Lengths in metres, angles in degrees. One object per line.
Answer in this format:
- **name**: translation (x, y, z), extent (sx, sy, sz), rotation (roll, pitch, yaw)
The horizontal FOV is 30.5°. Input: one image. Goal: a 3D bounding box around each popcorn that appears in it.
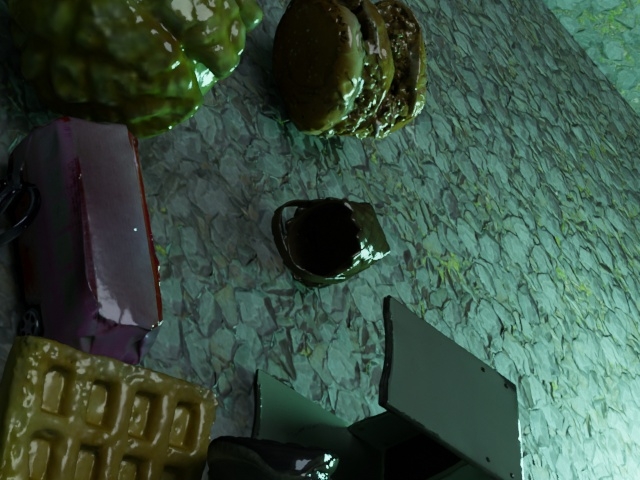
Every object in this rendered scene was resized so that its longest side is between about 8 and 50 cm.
- **popcorn**: translation (-0.239, -0.264, 1.446), extent (0.274, 0.335, 0.279), rotation (42, 58, -42)

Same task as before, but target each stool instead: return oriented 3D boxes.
- **stool**: translation (0.085, 0.243, 1.504), extent (0.269, 0.243, 0.170), rotation (37, 38, -31)

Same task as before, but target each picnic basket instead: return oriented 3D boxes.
- **picnic basket**: translation (0.000, 0.000, 1.682), extent (0.178, 0.137, 0.128), rotation (9, 55, -51)

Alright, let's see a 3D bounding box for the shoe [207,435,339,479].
- **shoe**: translation (-0.067, 0.312, 1.243), extent (0.132, 0.336, 0.171), rotation (9, 68, -6)

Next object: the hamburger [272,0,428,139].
- **hamburger**: translation (0.040, -0.293, 1.877), extent (0.211, 0.261, 0.245), rotation (-5, 36, -38)

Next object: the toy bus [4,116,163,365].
- **toy bus**: translation (-0.267, 0.011, 1.322), extent (0.127, 0.147, 0.303), rotation (11, 54, -42)

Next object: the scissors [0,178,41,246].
- **scissors**: translation (-0.391, 0.035, 1.205), extent (0.300, 0.109, 0.022), rotation (-62, 150, -42)

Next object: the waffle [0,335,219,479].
- **waffle**: translation (-0.229, 0.233, 1.204), extent (0.247, 0.055, 0.221), rotation (25, 67, -39)
